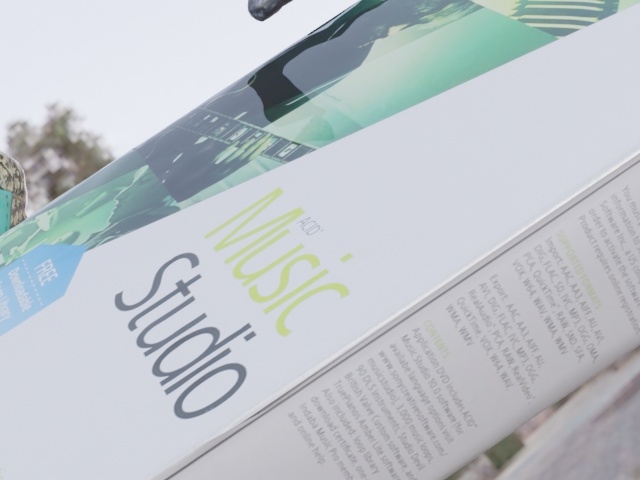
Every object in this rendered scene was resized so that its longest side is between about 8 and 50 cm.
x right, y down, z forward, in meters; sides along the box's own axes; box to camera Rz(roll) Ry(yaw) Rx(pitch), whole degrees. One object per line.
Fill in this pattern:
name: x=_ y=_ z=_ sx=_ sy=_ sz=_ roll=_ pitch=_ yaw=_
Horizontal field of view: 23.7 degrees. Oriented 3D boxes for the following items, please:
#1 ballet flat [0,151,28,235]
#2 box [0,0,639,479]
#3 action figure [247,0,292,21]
ballet flat: x=-0.317 y=-0.020 z=0.892 sx=0.164 sy=0.482 sz=0.182 roll=17 pitch=-97 yaw=-46
box: x=0.000 y=0.000 z=0.500 sx=0.322 sy=0.058 sz=0.232 roll=-33 pitch=25 yaw=-7
action figure: x=0.004 y=-0.220 z=0.846 sx=0.341 sy=0.179 sz=0.330 roll=-3 pitch=10 yaw=28
